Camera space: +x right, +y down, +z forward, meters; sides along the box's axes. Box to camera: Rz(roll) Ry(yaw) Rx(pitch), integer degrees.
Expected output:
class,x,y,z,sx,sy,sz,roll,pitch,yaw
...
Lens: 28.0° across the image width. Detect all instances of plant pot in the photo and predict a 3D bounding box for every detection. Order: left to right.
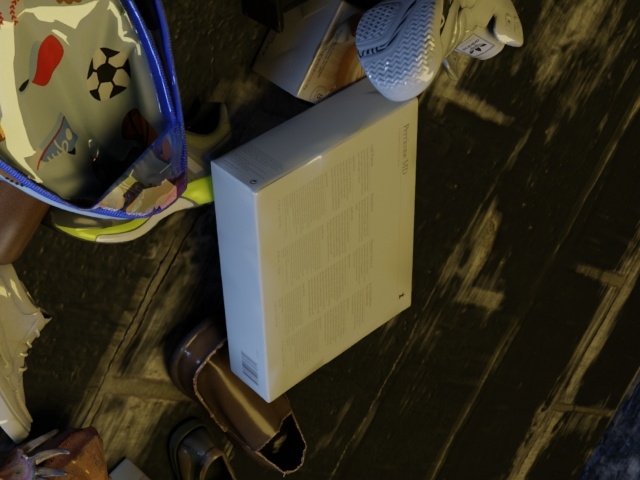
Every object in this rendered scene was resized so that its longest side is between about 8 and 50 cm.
class,x,y,z,sx,sy,sz,roll,pitch,yaw
plant pot,-0.350,-0.073,1.393,0.167,0.167,0.165,6,119,-50

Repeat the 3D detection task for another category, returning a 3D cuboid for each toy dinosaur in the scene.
class,x,y,z,sx,sy,sz,roll,pitch,yaw
toy dinosaur,-0.337,0.300,1.645,0.296,0.127,0.200,-54,141,-60

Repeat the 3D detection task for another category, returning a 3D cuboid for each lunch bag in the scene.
class,x,y,z,sx,sy,sz,roll,pitch,yaw
lunch bag,-0.287,-0.181,1.117,0.239,0.328,0.385,-44,109,-13

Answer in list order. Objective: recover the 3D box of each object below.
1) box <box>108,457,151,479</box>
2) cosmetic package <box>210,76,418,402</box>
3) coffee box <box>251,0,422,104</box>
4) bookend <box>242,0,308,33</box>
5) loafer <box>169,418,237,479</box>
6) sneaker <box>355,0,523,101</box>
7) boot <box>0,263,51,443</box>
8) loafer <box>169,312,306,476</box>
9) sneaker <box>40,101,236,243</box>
class,x,y,z,sx,sy,sz,roll,pitch,yaw
box,-0.332,0.485,1.855,0.311,0.121,0.148,-45,143,-15
cosmetic package,0.000,0.000,1.737,0.284,0.097,0.377,-30,138,-29
coffee box,0.041,-0.247,1.748,0.246,0.098,0.141,13,108,-52
bookend,-0.024,-0.367,1.605,0.156,0.072,0.157,-33,138,-29
loafer,-0.169,0.389,2.000,0.096,0.084,0.268,-38,140,-23
sneaker,0.165,-0.273,1.665,0.137,0.366,0.210,-27,126,31
boot,-0.375,0.134,1.562,0.123,0.095,0.258,-34,138,-18
loafer,-0.100,0.236,1.924,0.134,0.130,0.366,-48,143,-12
sneaker,-0.221,-0.088,1.584,0.300,0.111,0.121,-29,126,-40
